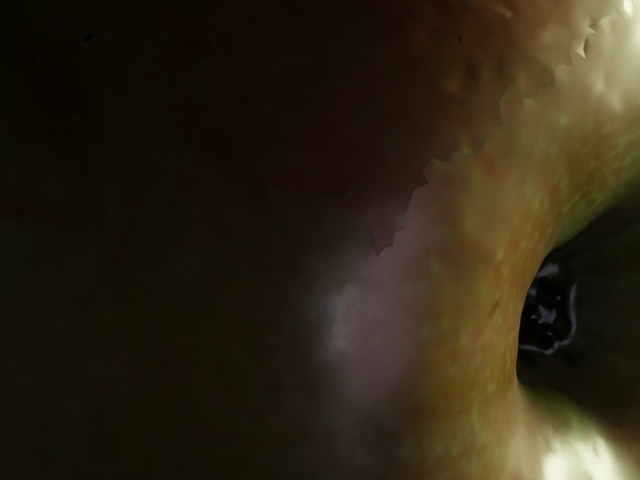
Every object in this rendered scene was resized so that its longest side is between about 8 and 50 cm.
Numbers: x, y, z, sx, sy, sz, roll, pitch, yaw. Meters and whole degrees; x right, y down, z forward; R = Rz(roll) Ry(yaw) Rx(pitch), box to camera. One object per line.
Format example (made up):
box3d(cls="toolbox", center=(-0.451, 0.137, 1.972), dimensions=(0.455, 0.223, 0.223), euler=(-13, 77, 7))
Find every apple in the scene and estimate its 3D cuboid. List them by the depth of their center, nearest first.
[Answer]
box3d(cls="apple", center=(0.000, 0.000, 0.528), dimensions=(0.319, 0.277, 0.319), euler=(-19, 125, -28))
